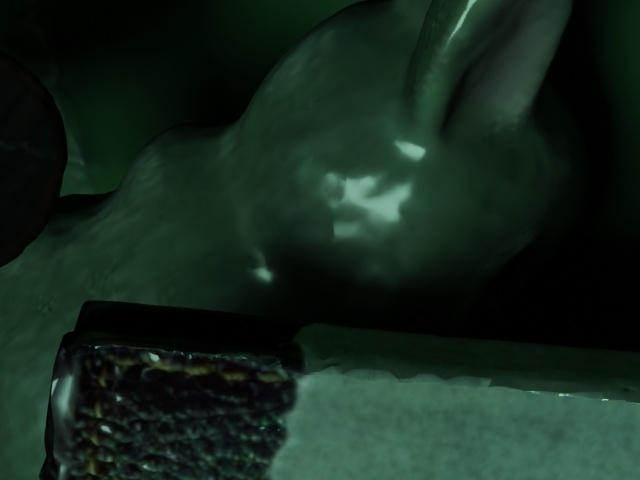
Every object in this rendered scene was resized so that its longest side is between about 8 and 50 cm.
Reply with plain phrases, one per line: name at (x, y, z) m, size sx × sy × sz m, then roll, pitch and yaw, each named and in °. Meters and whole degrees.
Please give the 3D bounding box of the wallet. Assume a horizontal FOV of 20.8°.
wallet at (0.029, 0.128, 0.443) m, size 0.220 × 0.071 × 0.262 m, roll 7°, pitch 126°, yaw -8°

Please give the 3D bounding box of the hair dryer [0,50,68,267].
hair dryer at (-0.235, -0.113, 0.504) m, size 0.312 × 0.123 × 0.340 m, roll -4°, pitch 125°, yaw 57°

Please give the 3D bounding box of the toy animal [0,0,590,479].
toy animal at (0.004, 0.006, 0.433) m, size 0.108 × 0.138 × 0.236 m, roll 28°, pitch 139°, yaw -30°
